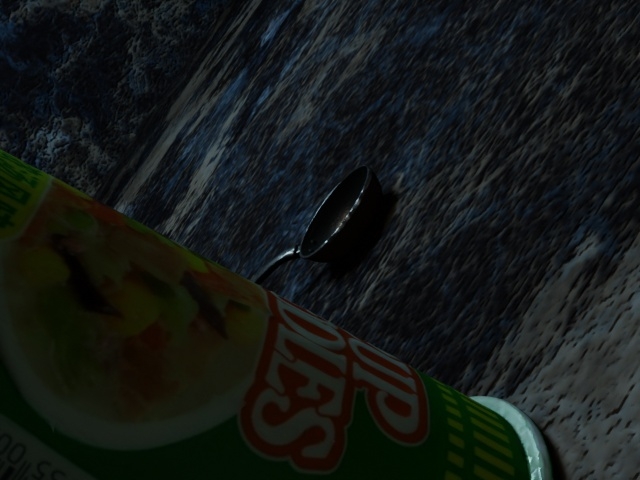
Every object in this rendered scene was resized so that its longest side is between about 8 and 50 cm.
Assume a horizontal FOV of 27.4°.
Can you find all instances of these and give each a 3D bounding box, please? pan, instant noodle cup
[{"bbox_3d":[0.000,0.001,0.805,0.115,0.023,0.068,-41,20,33],"label":"pan"},{"bbox_3d":[-0.075,0.083,0.445,0.207,0.232,0.207,-50,16,20],"label":"instant noodle cup"}]
